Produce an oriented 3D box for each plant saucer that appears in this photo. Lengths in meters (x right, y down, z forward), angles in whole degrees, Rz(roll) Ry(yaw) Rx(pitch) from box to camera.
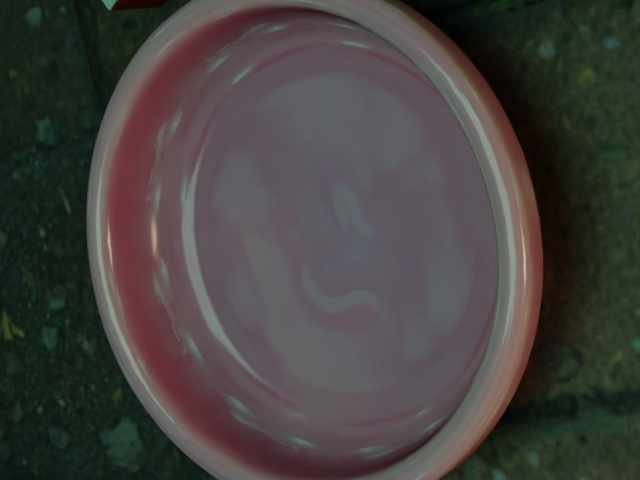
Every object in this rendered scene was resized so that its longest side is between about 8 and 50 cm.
[{"bbox_3d":[0.000,0.000,1.121,0.332,0.084,0.332,7,102,34],"label":"plant saucer"}]

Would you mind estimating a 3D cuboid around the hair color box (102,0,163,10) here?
[{"bbox_3d":[-0.145,-0.246,1.204,0.093,0.053,0.167,-47,70,33],"label":"hair color box"}]
